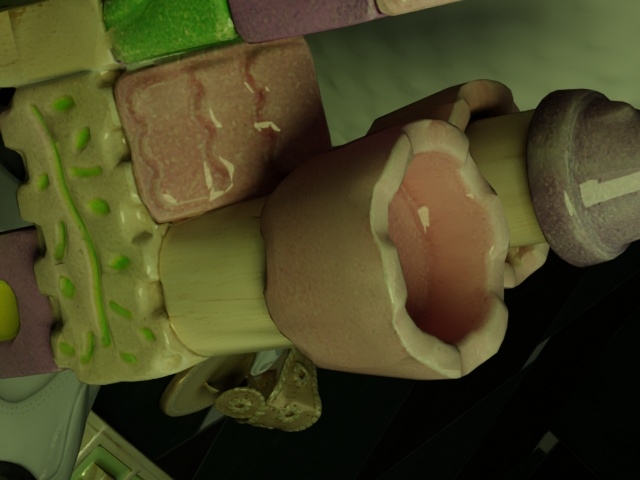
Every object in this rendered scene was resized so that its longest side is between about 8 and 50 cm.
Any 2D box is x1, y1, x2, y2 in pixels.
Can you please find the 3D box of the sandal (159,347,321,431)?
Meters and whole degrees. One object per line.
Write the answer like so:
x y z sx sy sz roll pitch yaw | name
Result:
-0.024 0.105 1.369 0.088 0.079 0.240 -57 163 21 | sandal

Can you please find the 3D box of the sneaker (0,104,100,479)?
-0.173 -0.014 0.613 0.366 0.137 0.210 67 28 -43 | sneaker

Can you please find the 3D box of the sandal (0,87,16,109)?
-0.118 -0.083 0.760 0.090 0.060 0.219 -26 166 -43 | sandal

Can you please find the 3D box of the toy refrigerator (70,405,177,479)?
-0.157 0.150 1.086 0.102 0.094 0.269 -48 163 -9 | toy refrigerator

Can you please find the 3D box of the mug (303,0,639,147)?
0.121 -0.192 0.783 0.374 0.276 0.328 -48 177 -35 | mug

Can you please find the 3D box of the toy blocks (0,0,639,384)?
-0.023 -0.090 0.437 0.260 0.288 0.309 -8 -171 35 | toy blocks

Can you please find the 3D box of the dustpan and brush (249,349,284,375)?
0.000 0.000 1.209 0.147 0.060 0.211 2 133 -53 | dustpan and brush
